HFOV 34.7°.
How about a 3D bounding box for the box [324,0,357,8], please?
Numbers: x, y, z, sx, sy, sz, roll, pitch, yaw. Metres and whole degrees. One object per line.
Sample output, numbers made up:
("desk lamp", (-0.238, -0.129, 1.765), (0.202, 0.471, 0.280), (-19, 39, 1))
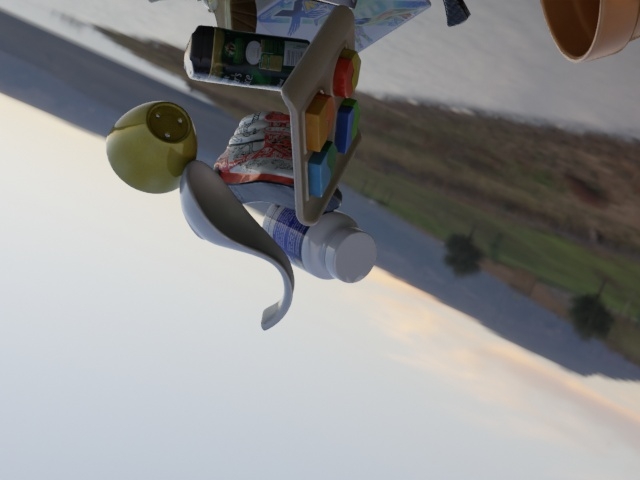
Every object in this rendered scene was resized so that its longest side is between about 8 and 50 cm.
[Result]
("box", (-0.082, -0.386, 1.458), (0.231, 0.056, 0.183), (17, -168, 25))

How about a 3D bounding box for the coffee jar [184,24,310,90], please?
("coffee jar", (-0.111, -0.272, 1.537), (0.184, 0.079, 0.096), (6, 177, -12))

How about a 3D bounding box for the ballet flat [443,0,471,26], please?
("ballet flat", (0.207, -0.448, 1.808), (0.173, 0.049, 0.057), (49, -161, -29))

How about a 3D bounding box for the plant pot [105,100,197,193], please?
("plant pot", (-0.231, -0.147, 1.467), (0.134, 0.134, 0.095), (23, 149, -14))

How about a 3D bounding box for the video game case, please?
("video game case", (0.029, -0.467, 2.088), (0.300, 0.329, 0.036), (30, -146, -58))

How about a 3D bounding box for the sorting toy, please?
("sorting toy", (0.013, -0.149, 1.244), (0.038, 0.193, 0.208), (12, 138, 19))

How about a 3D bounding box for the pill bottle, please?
("pill bottle", (0.000, 0.000, 1.623), (0.112, 0.112, 0.187), (21, -177, -39))

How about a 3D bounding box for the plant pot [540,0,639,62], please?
("plant pot", (0.454, -0.419, 1.501), (0.204, 0.290, 0.291), (-10, -173, -3))

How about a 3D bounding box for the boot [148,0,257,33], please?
("boot", (-0.234, -0.462, 1.937), (0.203, 0.262, 0.095), (-8, -178, 25))

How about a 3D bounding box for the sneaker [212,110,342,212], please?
("sneaker", (-0.053, -0.126, 1.537), (0.270, 0.145, 0.090), (6, 154, 46))

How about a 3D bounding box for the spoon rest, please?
("spoon rest", (-0.115, 0.000, 1.487), (0.276, 0.084, 0.137), (59, -163, -24))
